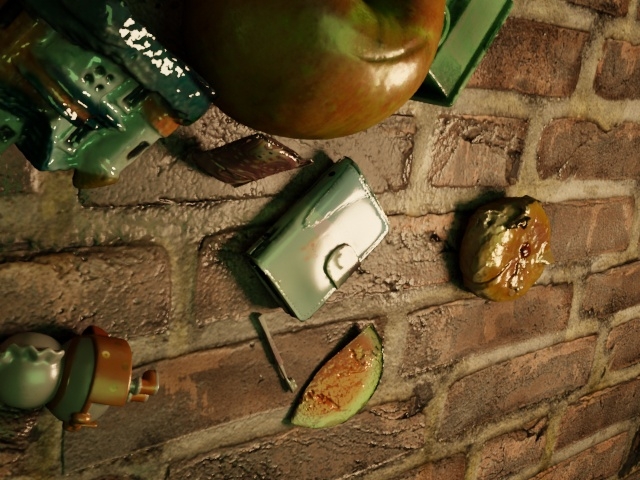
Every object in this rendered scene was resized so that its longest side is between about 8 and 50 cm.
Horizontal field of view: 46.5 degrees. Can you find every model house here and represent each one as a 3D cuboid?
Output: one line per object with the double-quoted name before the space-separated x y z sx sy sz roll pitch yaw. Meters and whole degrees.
"model house" -0.307 -0.162 0.863 0.291 0.184 0.253 -42 155 1

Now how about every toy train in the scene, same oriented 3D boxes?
"toy train" 0.196 -0.382 1.271 0.266 0.145 0.202 -58 136 -9

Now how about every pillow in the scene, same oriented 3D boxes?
"pillow" -0.107 -0.118 1.078 0.118 0.185 0.043 23 66 -42

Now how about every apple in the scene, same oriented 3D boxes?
"apple" -0.016 -0.296 0.989 0.340 0.340 0.339 -16 115 -38

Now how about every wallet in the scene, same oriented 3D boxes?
"wallet" 0.000 0.000 1.279 0.250 0.075 0.176 -46 127 -19

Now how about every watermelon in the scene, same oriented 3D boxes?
"watermelon" 0.044 0.273 1.434 0.245 0.063 0.119 -48 112 -12

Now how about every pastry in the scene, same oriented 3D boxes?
"pastry" 0.410 0.024 1.624 0.257 0.121 0.235 -18 117 -36

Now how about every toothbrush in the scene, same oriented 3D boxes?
"toothbrush" -0.078 0.203 1.323 0.017 0.014 0.194 -40 128 -24

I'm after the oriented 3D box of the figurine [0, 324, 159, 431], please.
"figurine" -0.350 0.187 0.994 0.271 0.143 0.143 0 105 -44
